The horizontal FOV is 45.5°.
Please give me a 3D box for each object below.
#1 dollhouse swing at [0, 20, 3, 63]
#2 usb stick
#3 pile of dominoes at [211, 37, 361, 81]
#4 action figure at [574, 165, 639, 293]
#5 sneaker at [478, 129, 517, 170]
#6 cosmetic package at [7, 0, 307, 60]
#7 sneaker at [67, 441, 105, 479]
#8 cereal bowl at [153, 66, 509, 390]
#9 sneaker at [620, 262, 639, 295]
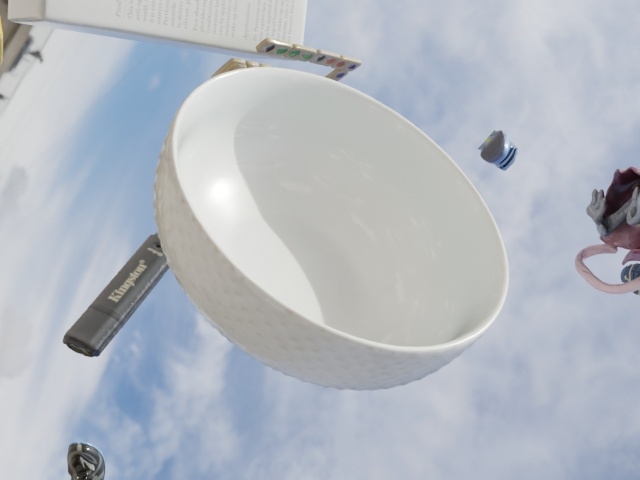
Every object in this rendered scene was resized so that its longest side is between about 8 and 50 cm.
[{"bbox_3d":[-0.532,-0.290,0.720,0.346,0.305,0.315,-20,-91,20],"label":"dollhouse swing"},{"bbox_3d":[-0.345,0.092,1.351,0.077,0.045,0.278,17,-131,20],"label":"usb stick"},{"bbox_3d":[-0.071,-0.245,1.249,0.196,0.251,0.040,-30,-107,37],"label":"pile of dominoes"},{"bbox_3d":[0.605,-0.017,1.111,0.248,0.369,0.276,-103,-160,-57],"label":"action figure"},{"bbox_3d":[0.296,-0.144,1.246,0.053,0.059,0.144,-47,-178,18],"label":"sneaker"},{"bbox_3d":[-0.240,-0.429,1.218,0.161,0.453,0.230,17,-76,49],"label":"cosmetic package"},{"bbox_3d":[-0.436,0.461,1.415,0.078,0.067,0.188,-111,-159,-77],"label":"sneaker"},{"bbox_3d":[0.000,0.000,0.717,0.141,0.338,0.339,-55,-148,39],"label":"cereal bowl"},{"bbox_3d":[0.544,0.075,1.207,0.135,0.058,0.052,20,-91,35],"label":"sneaker"}]
